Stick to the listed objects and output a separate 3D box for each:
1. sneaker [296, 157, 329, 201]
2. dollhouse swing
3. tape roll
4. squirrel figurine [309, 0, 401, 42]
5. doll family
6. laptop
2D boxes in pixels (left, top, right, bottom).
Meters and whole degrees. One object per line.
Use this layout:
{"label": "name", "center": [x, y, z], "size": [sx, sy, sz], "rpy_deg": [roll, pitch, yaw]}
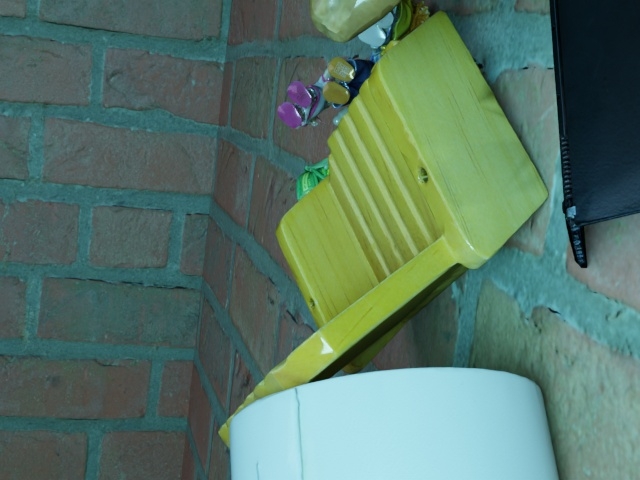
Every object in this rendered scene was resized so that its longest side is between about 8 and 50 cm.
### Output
{"label": "sneaker", "center": [0.033, -0.071, 1.204], "size": [0.296, 0.123, 0.109], "rpy_deg": [116, 153, -49]}
{"label": "dollhouse swing", "center": [0.000, 0.000, 0.909], "size": [0.315, 0.304, 0.347], "rpy_deg": [64, 153, 16]}
{"label": "tape roll", "center": [0.061, 0.200, 0.760], "size": [0.286, 0.286, 0.100], "rpy_deg": [125, 144, -59]}
{"label": "squirrel figurine", "center": [0.120, -0.366, 0.744], "size": [0.281, 0.397, 0.370], "rpy_deg": [54, -162, 7]}
{"label": "doll family", "center": [0.060, -0.229, 1.077], "size": [0.263, 0.118, 0.163], "rpy_deg": [-62, -10, 24]}
{"label": "laptop", "center": [0.240, -0.118, 0.628], "size": [0.264, 0.136, 0.234], "rpy_deg": [33, -124, -68]}
